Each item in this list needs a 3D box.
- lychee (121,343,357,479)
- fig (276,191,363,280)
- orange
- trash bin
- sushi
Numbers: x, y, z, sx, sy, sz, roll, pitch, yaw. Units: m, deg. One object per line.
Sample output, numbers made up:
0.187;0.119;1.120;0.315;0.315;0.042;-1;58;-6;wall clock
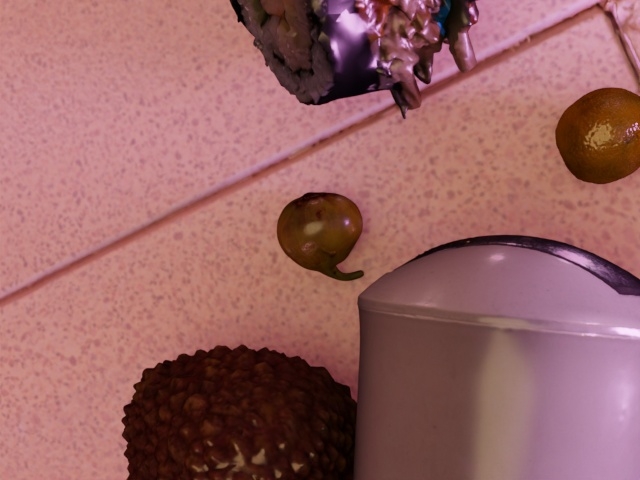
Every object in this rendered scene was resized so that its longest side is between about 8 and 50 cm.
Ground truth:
-0.080;0.208;1.081;0.271;0.271;0.271;1;95;17;lychee
0.000;0.000;1.125;0.084;0.082;0.098;-15;108;-17;fig
0.264;-0.097;1.029;0.095;0.085;0.085;-28;86;19;orange
0.157;0.211;0.964;0.280;0.280;0.432;5;89;17;trash bin
0.038;-0.249;1.030;0.219;0.225;0.238;-28;126;-11;sushi
